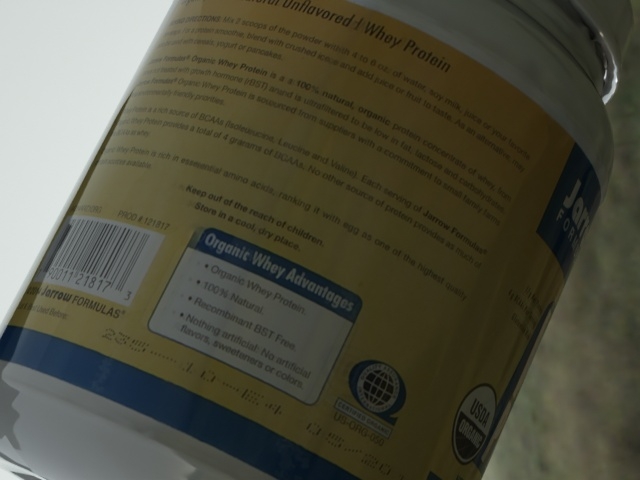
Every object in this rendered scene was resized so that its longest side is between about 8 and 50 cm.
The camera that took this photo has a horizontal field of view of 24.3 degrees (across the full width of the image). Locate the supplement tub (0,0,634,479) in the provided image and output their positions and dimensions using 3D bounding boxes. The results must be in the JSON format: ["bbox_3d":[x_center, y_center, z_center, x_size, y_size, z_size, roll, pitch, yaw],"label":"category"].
[{"bbox_3d":[0.000,0.000,0.443,0.144,0.144,0.200,73,-139,-70],"label":"supplement tub"}]
